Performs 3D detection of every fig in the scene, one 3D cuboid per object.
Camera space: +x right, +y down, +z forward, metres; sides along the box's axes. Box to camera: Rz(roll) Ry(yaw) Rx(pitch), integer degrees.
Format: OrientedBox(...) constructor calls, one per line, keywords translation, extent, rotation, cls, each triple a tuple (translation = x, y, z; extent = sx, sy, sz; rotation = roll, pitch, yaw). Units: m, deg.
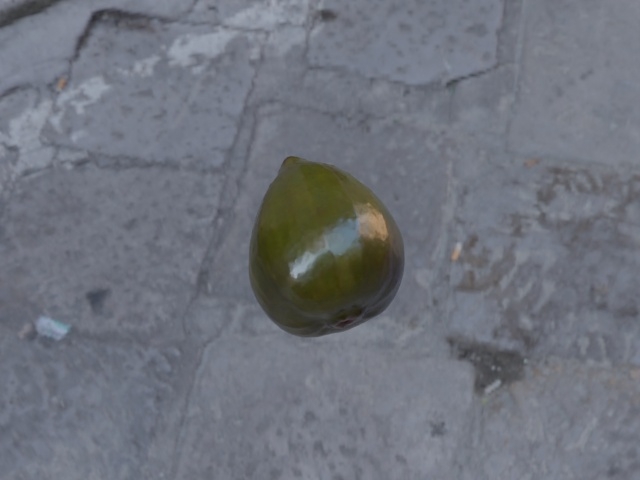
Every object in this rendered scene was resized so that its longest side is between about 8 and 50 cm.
OrientedBox(translation=(0.000, 0.000, 0.483), extent=(0.074, 0.074, 0.088), rotation=(-13, 61, -7), cls="fig")
